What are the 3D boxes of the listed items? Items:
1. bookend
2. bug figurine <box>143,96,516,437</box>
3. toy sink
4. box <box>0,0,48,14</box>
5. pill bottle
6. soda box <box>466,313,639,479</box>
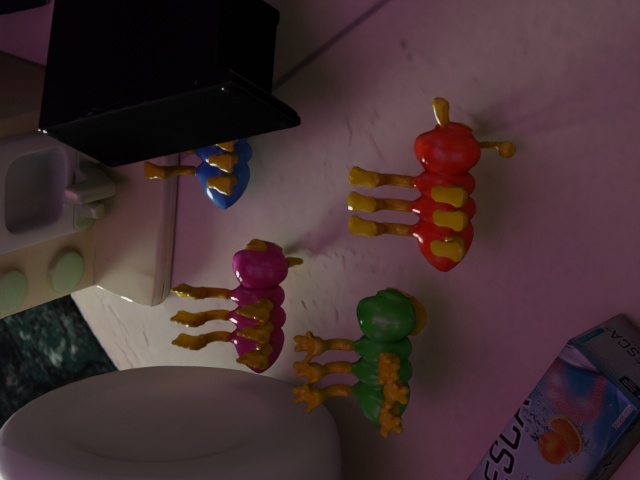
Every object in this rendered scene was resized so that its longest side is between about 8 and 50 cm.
[{"bbox_3d":[-0.091,-0.142,1.072,0.156,0.072,0.157,-11,66,34],"label":"bookend"},{"bbox_3d":[0.000,0.000,1.069,0.279,0.072,0.216,17,108,41],"label":"bug figurine"},{"bbox_3d":[-0.233,-0.038,1.216,0.234,0.131,0.152,21,117,33],"label":"toy sink"},{"bbox_3d":[-0.293,-0.228,1.190,0.093,0.158,0.156,-3,101,41],"label":"box"},{"bbox_3d":[-0.095,0.309,1.143,0.229,0.229,0.407,11,110,38],"label":"pill bottle"},{"bbox_3d":[0.138,0.131,1.001,0.058,0.063,0.183,45,127,21],"label":"soda box"}]
